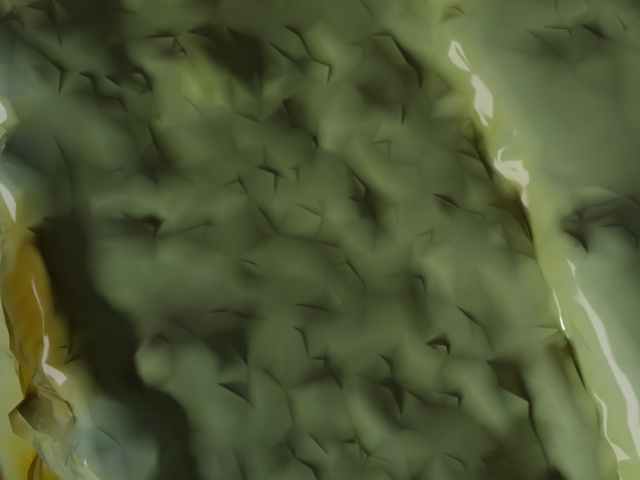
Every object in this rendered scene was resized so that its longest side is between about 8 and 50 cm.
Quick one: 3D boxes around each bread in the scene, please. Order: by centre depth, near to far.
[{"bbox_3d":[0.000,0.000,0.554,0.390,0.279,0.371,122,129,-65],"label":"bread"}]
